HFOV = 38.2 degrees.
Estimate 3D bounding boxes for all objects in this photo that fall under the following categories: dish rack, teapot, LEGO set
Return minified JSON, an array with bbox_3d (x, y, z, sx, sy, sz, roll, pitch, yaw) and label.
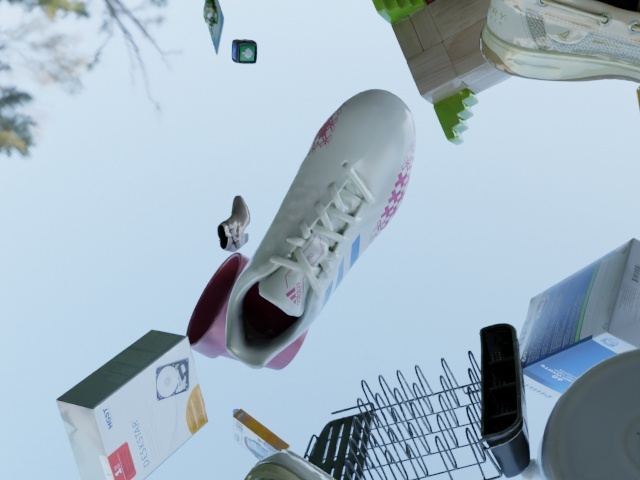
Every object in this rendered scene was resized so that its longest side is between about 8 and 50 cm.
[{"bbox_3d":[0.096,0.202,0.998,0.272,0.074,0.208,-20,-161,17],"label":"dish rack"},{"bbox_3d":[0.345,0.240,0.892,0.253,0.187,0.256,-26,-136,3],"label":"teapot"},{"bbox_3d":[-0.083,-0.294,0.933,0.060,0.182,0.244,-3,-128,-20],"label":"LEGO set"}]

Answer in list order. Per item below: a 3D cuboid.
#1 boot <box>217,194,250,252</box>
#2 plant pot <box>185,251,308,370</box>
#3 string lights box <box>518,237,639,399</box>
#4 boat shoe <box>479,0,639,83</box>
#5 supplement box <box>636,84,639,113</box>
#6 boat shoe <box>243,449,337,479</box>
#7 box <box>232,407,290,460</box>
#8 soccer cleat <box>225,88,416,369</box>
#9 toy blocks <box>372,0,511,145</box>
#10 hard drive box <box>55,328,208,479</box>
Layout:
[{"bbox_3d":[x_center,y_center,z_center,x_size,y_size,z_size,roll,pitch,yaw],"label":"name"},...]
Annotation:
[{"bbox_3d":[-0.186,-0.034,1.943,0.042,0.087,0.118,-10,-89,31],"label":"boot"},{"bbox_3d":[-0.128,0.150,1.742,0.201,0.180,0.201,-50,-159,28],"label":"plant pot"},{"bbox_3d":[0.342,0.108,1.185,0.133,0.077,0.259,-66,-174,-24],"label":"string lights box"},{"bbox_3d":[0.298,-0.202,0.823,0.302,0.098,0.109,1,-136,-6],"label":"boat shoe"},{"bbox_3d":[0.681,-0.246,1.578,0.191,0.194,0.129,119,-21,-55],"label":"supplement box"},{"bbox_3d":[0.046,0.303,0.891,0.113,0.302,0.103,-31,-165,39],"label":"boat shoe"},{"bbox_3d":[-0.117,0.367,1.702,0.136,0.081,0.028,31,-128,22],"label":"box"},{"bbox_3d":[0.000,0.000,0.972,0.331,0.116,0.143,-60,-177,24],"label":"soccer cleat"},{"bbox_3d":[0.193,-0.344,1.084,0.261,0.191,0.381,-25,-102,19],"label":"toy blocks"},{"bbox_3d":[-0.306,0.285,1.538,0.089,0.181,0.232,6,-152,33],"label":"hard drive box"}]
